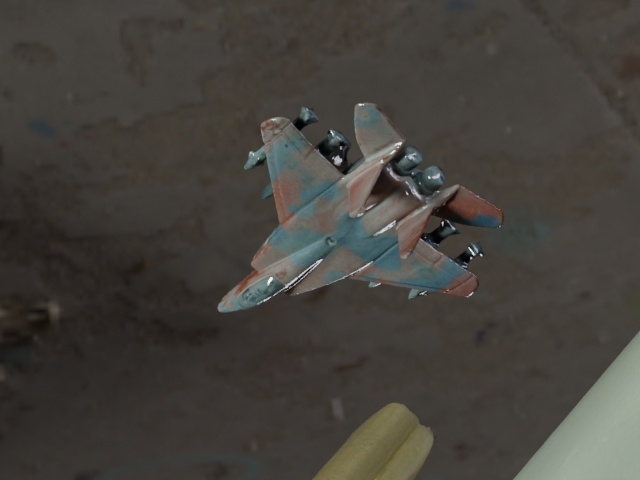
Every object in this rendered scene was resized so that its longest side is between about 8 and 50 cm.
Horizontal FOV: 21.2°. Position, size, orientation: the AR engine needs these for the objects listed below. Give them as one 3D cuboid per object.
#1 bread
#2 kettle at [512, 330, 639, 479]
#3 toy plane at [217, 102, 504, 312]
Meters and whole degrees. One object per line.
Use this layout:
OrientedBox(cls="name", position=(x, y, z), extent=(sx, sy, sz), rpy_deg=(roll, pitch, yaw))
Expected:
OrientedBox(cls="bread", position=(0.005, 0.207, 1.231), extent=(0.060, 0.178, 0.139), rpy_deg=(37, 132, 8))
OrientedBox(cls="kettle", position=(0.105, 0.197, 0.524), extent=(0.205, 0.265, 0.318), rpy_deg=(25, 118, -28))
OrientedBox(cls="toy plane", position=(0.003, -0.006, 1.422), extent=(0.223, 0.104, 0.326), rpy_deg=(39, 148, -15))
